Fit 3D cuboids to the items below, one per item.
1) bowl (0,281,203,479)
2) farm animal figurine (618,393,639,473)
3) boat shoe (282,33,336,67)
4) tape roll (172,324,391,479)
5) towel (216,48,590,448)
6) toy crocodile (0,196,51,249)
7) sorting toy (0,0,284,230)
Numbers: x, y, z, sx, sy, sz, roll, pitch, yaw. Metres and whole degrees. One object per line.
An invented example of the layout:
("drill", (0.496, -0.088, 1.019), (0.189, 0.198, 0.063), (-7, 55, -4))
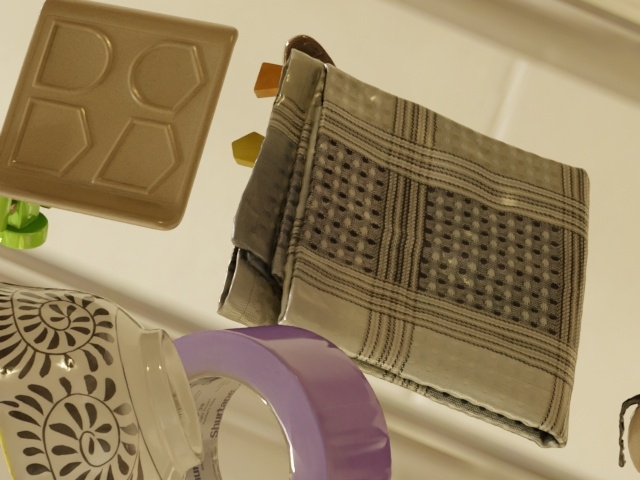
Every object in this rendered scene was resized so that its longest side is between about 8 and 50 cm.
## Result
("bowl", (-0.109, 0.093, 0.960), (0.170, 0.080, 0.170), (-16, -90, -86))
("farm animal figurine", (0.383, 0.156, 1.404), (0.330, 0.327, 0.172), (-76, -20, -44))
("boat shoe", (0.000, -0.175, 2.300), (0.072, 0.068, 0.190), (-107, -5, -68))
("tape roll", (-0.049, 0.155, 1.294), (0.080, 0.189, 0.189), (0, -63, -54))
("towel", (0.086, -0.005, 1.583), (0.056, 0.324, 0.312), (125, 163, -50))
("toy crocodile", (-0.345, -0.088, 2.287), (0.340, 0.105, 0.115), (-41, -32, -52))
("sorting toy", (-0.162, -0.118, 1.814), (0.041, 0.307, 0.229), (63, -138, -67))
